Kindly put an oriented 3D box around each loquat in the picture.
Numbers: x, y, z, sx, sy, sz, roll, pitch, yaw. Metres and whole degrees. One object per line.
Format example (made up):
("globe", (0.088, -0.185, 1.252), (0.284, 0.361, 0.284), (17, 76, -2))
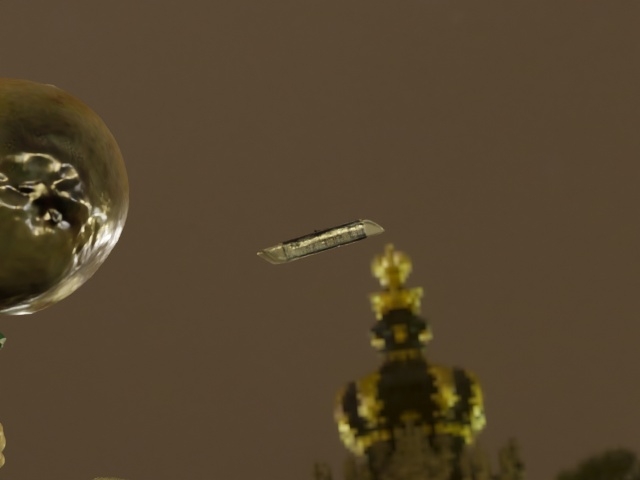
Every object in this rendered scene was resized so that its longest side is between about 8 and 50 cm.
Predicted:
("loquat", (-0.229, -0.032, 0.992), (0.179, 0.179, 0.227), (-5, 8, -1))

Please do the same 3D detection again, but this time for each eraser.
("eraser", (0.000, 0.000, 1.079), (0.099, 0.019, 0.027), (-17, -1, -14))

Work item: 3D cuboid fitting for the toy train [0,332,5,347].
("toy train", (-0.349, 0.109, 1.164), (0.136, 0.091, 0.228), (-52, -2, 5))

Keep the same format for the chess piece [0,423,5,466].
("chess piece", (-0.314, 0.182, 1.310), (0.035, 0.035, 0.092), (-5, -51, -1))

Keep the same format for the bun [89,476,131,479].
("bun", (-0.169, 0.304, 1.160), (0.222, 0.127, 0.222), (11, -50, 13))
